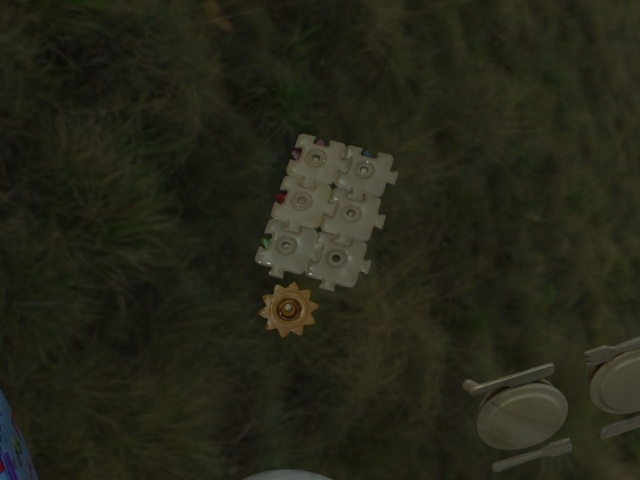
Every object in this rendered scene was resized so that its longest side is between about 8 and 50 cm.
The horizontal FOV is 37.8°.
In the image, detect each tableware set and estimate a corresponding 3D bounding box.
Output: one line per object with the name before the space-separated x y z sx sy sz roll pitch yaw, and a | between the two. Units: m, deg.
tableware set | 0.236 0.139 0.874 0.039 0.194 0.128 -104 175 -52

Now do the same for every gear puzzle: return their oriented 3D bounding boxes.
gear puzzle | 0.000 0.000 1.430 0.044 0.175 0.339 86 20 -64

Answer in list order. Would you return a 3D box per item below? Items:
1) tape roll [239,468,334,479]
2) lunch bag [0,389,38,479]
tape roll | -0.054 0.574 1.539 0.072 0.392 0.392 -16 98 -77
lunch bag | -0.403 0.363 1.211 0.293 0.138 0.221 64 -12 -20
